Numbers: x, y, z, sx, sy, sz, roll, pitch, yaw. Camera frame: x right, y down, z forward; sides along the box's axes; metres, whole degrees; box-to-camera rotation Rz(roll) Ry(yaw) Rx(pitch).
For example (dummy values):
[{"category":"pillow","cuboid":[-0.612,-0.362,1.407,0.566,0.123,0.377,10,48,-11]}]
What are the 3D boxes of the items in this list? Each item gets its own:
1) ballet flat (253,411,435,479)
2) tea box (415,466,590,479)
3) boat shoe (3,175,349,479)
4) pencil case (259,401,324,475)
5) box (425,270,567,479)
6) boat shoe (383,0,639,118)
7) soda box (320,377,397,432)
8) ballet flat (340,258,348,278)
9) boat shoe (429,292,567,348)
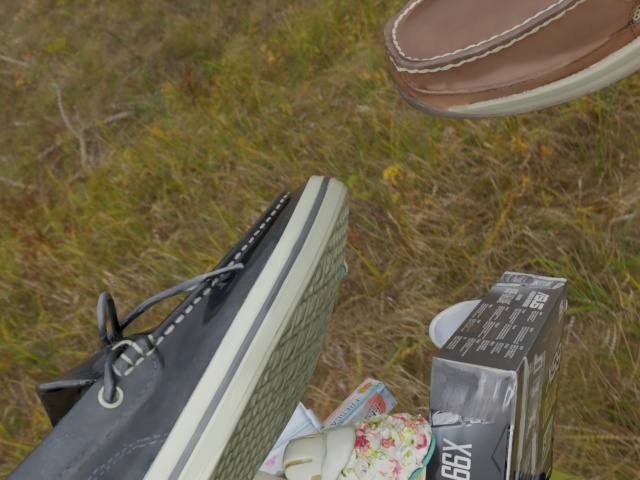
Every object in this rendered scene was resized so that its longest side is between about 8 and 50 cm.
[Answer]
[{"category":"ballet flat","cuboid":[-0.016,0.201,0.646,0.241,0.077,0.091,-43,18,27]},{"category":"tea box","cuboid":[0.274,0.516,1.286,0.323,0.220,0.329,14,90,39]},{"category":"boat shoe","cuboid":[-0.118,0.126,0.579,0.156,0.187,0.500,23,57,15]},{"category":"pencil case","cuboid":[-0.121,0.307,1.048,0.273,0.124,0.113,-24,51,-24]},{"category":"box","cuboid":[0.181,0.185,0.814,0.076,0.307,0.242,7,104,23]},{"category":"boat shoe","cuboid":[0.170,-0.181,0.419,0.324,0.116,0.123,-30,48,8]},{"category":"soda box","cuboid":[0.061,0.350,1.571,0.183,0.058,0.063,-42,20,-21]},{"category":"ballet flat","cuboid":[0.000,0.000,1.452,0.057,0.168,0.052,-17,36,15]},{"category":"boat shoe","cuboid":[0.256,0.112,1.215,0.228,0.076,0.080,-18,95,-19]}]
